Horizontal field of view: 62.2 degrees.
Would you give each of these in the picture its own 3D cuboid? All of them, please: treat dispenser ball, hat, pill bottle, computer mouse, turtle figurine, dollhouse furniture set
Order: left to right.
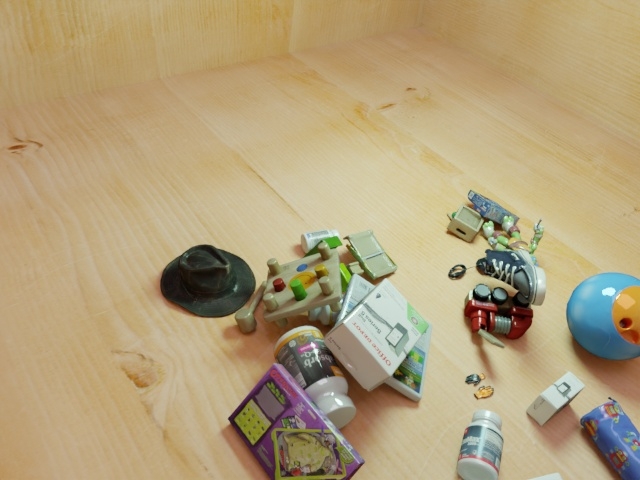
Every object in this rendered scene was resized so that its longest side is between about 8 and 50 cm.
[{"bbox_3d":[-0.379,0.097,1.803,0.330,0.134,0.332,5,41,-4],"label":"hat"},{"bbox_3d":[-0.017,0.395,1.516,0.162,0.162,0.279,-13,46,-22],"label":"pill bottle"},{"bbox_3d":[0.000,0.000,2.014,0.137,0.078,0.078,-10,45,-20],"label":"pill bottle"},{"bbox_3d":[0.053,0.228,1.755,0.183,0.103,0.103,1,43,-8],"label":"pill bottle"},{"bbox_3d":[0.107,0.091,1.946,0.301,0.151,0.198,-14,65,-47],"label":"dollhouse furniture set"},{"bbox_3d":[0.597,0.109,2.037,0.241,0.041,0.071,-12,41,-13],"label":"computer mouse"},{"bbox_3d":[0.442,0.563,1.454,0.107,0.108,0.180,20,43,12],"label":"pill bottle"},{"bbox_3d":[0.748,-0.030,2.064,0.274,0.198,0.266,39,13,-27],"label":"turtle figurine"},{"bbox_3d":[0.970,0.249,1.755,0.287,0.288,0.288,5,42,-5],"label":"treat dispenser ball"}]

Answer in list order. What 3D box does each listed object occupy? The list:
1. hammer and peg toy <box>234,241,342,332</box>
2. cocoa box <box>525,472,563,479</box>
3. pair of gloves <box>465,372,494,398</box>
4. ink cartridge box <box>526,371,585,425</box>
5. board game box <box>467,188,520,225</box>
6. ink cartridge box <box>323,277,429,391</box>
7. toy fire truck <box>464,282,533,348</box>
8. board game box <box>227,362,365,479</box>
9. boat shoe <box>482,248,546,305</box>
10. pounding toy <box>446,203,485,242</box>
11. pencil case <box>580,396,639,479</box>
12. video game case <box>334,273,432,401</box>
[{"bbox_3d":[-0.108,0.148,1.705,0.360,0.128,0.266,-17,33,11],"label":"hammer and peg toy"},{"bbox_3d":[0.411,0.712,1.193,0.346,0.232,0.228,-6,45,-16],"label":"cocoa box"},{"bbox_3d":[0.497,0.452,1.658,0.074,0.010,0.083,-12,45,-21],"label":"pair of gloves"},{"bbox_3d":[0.705,0.476,1.593,0.150,0.109,0.063,-22,53,-30],"label":"ink cartridge box"},{"bbox_3d":[0.739,-0.126,2.263,0.194,0.060,0.194,23,18,-21],"label":"board game box"},{"bbox_3d":[0.166,0.268,1.545,0.198,0.115,0.273,48,41,5],"label":"ink cartridge box"},{"bbox_3d":[0.603,0.279,1.779,0.216,0.159,0.247,11,54,1],"label":"toy fire truck"},{"bbox_3d":[-0.072,0.514,1.373,0.347,0.208,0.056,43,8,31],"label":"board game box"},{"bbox_3d":[0.645,0.119,1.796,0.157,0.127,0.340,5,16,7],"label":"boat shoe"},{"bbox_3d":[0.586,-0.076,2.202,0.141,0.100,0.130,33,47,9],"label":"pounding toy"},{"bbox_3d":[0.871,0.600,1.481,0.133,0.120,0.306,0,42,-26],"label":"pencil case"},{"bbox_3d":[0.199,0.296,1.663,0.328,0.036,0.300,34,42,-10],"label":"video game case"}]
